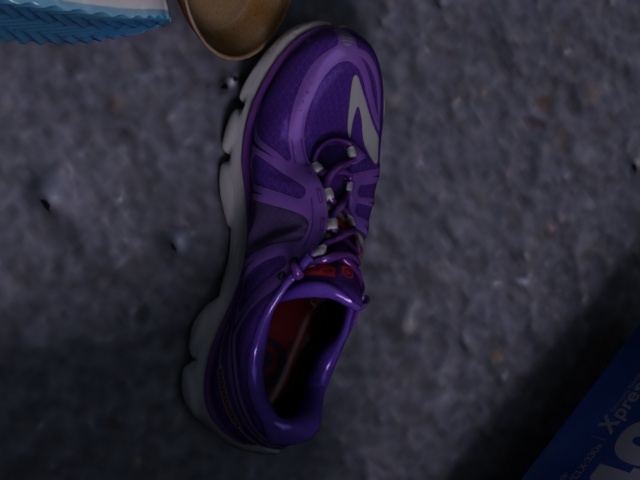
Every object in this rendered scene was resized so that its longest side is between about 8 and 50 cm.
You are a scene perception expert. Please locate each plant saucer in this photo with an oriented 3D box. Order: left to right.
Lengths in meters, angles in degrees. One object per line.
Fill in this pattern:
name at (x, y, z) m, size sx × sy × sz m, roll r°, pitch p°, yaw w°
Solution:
plant saucer at (-0.034, -0.111, 0.728) m, size 0.083 × 0.015 × 0.083 m, roll -26°, pitch 121°, yaw -55°

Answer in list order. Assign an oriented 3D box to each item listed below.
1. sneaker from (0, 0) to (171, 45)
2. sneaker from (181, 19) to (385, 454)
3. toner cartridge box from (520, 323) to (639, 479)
sneaker at (-0.156, -0.125, 0.645) m, size 0.229 × 0.087 × 0.092 m, roll 6°, pitch 83°, yaw -36°
sneaker at (0.000, 0.000, 0.737) m, size 0.068 × 0.071 × 0.170 m, roll 12°, pitch 86°, yaw -29°
toner cartridge box at (0.100, 0.205, 0.772) m, size 0.348 × 0.075 × 0.165 m, roll -49°, pitch 124°, yaw -21°
